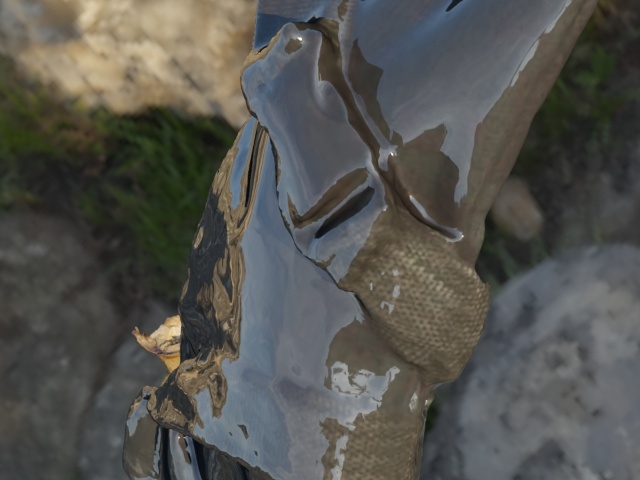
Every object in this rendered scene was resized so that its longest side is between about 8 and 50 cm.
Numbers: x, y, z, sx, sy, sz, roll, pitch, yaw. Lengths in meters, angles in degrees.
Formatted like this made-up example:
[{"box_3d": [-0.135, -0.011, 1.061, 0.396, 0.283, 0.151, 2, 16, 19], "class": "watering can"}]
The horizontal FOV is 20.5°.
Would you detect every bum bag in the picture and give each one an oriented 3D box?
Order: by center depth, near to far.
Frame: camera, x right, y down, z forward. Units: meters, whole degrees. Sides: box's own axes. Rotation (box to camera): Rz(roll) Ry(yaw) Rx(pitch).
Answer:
[{"box_3d": [0.000, 0.000, 0.476, 0.123, 0.060, 0.248, 44, 130, 51], "class": "bum bag"}]

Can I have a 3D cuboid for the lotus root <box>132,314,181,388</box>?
[{"box_3d": [-0.033, 0.094, 0.846, 0.073, 0.150, 0.062, -34, 15, -2], "class": "lotus root"}]
